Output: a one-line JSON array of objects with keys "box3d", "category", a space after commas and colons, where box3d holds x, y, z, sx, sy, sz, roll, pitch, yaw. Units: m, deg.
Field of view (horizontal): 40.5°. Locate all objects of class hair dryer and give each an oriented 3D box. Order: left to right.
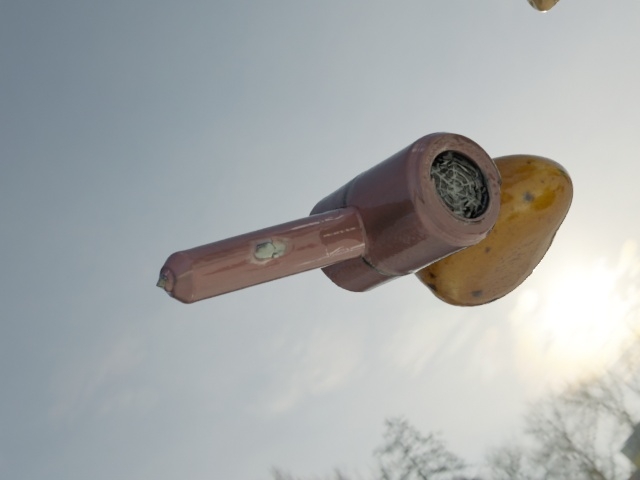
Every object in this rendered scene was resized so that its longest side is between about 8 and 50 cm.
[{"box3d": [0.000, 0.000, 0.880, 0.352, 0.125, 0.210, -17, -7, -35], "category": "hair dryer"}]

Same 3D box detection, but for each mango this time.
[{"box3d": [0.224, -0.018, 1.184, 0.191, 0.160, 0.290, 7, -35, -24], "category": "mango"}]

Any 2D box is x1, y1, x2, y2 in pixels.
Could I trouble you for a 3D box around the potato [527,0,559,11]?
[{"box3d": [0.299, -0.351, 1.165, 0.062, 0.083, 0.068, -22, -15, 15], "category": "potato"}]
